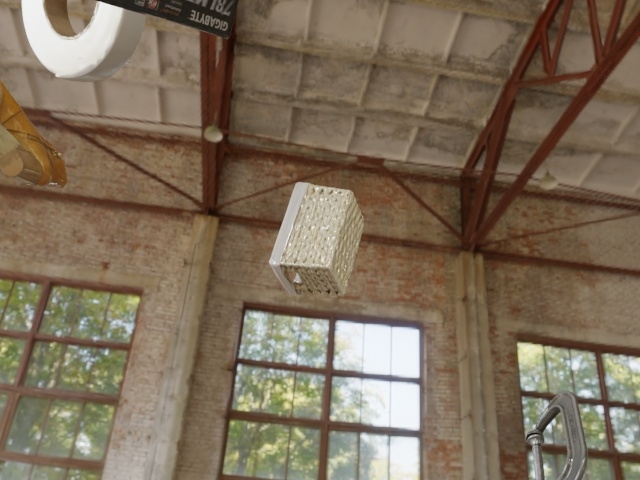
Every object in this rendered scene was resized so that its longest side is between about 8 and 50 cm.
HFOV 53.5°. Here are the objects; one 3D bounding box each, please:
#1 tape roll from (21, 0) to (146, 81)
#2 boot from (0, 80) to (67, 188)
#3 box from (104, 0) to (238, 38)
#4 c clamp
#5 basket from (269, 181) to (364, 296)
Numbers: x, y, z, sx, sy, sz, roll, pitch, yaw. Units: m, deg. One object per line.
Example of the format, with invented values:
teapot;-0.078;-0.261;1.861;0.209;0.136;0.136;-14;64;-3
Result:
tape roll;-0.572;-0.580;1.524;0.392;0.392;0.072;-15;-4;31
boot;-0.678;-0.248;1.404;0.104;0.295;0.211;-27;-1;1
box;-0.303;-0.352;0.821;0.293;0.073;0.295;22;16;20
c clamp;0.256;0.252;0.719;0.022;0.161;0.137;23;-53;1
basket;0.000;0.000;1.054;0.103;0.167;0.113;4;-31;22
